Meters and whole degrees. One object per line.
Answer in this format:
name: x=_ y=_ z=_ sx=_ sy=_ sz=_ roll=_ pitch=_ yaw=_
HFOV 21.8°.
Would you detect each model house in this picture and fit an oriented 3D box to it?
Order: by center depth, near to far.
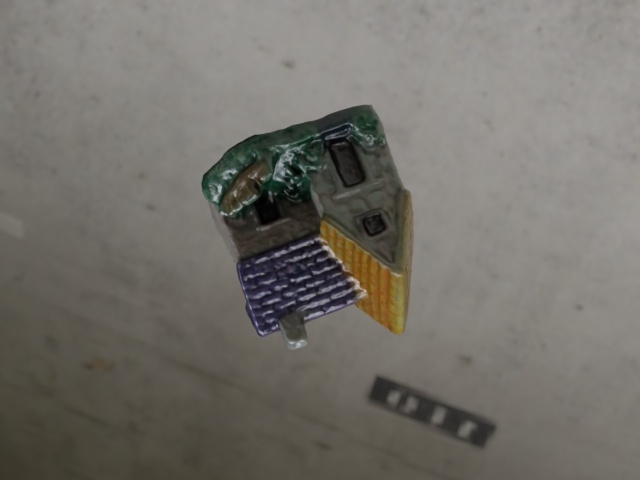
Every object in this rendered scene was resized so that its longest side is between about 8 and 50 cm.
model house: x=0.000 y=0.000 z=0.867 sx=0.101 sy=0.100 sz=0.088 roll=-18 pitch=158 yaw=-6
